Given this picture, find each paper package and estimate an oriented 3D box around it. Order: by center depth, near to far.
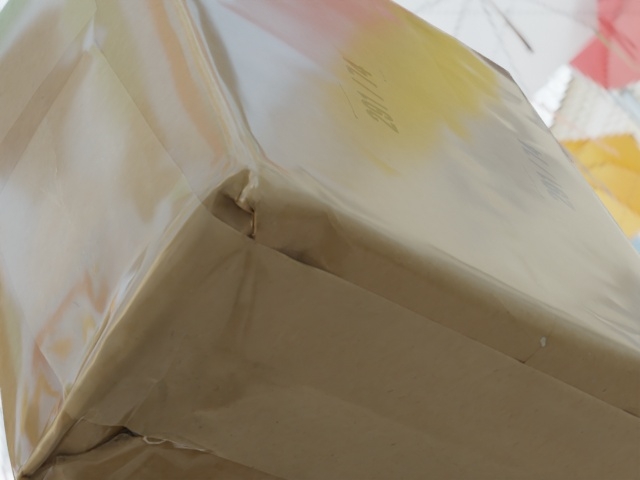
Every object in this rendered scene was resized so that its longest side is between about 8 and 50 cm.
[{"bbox_3d":[0.000,0.000,0.721,0.309,0.325,0.168,25,-67,-33],"label":"paper package"}]
